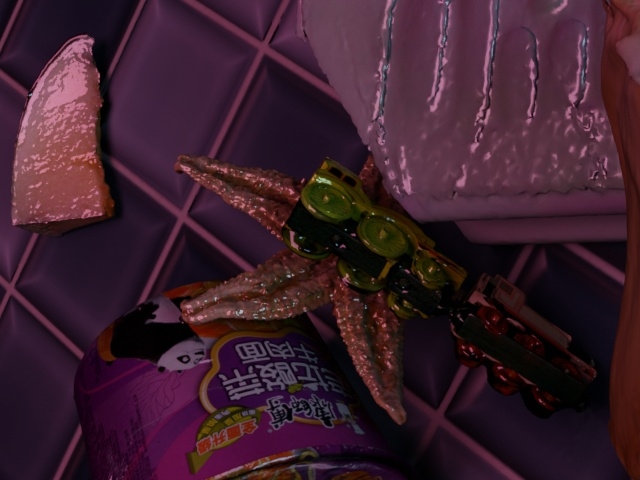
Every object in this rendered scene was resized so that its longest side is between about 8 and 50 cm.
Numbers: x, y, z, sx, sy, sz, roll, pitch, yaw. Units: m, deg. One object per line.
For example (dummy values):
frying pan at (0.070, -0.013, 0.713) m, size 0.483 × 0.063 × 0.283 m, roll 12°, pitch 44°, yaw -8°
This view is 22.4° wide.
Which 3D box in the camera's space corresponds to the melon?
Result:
melon at (-0.241, -0.098, 1.516) m, size 0.098 × 0.054 × 0.182 m, roll -16°, pitch 72°, yaw 31°

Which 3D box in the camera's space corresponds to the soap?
soap at (0.191, -0.133, 1.092) m, size 0.446 × 0.156 × 0.261 m, roll -1°, pitch 82°, yaw 41°

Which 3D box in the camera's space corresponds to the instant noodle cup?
instant noodle cup at (-0.070, 0.160, 1.213) m, size 0.251 × 0.251 × 0.190 m, roll -46°, pitch 48°, yaw 24°

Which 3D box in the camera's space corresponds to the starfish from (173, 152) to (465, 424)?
starfish at (0.000, -0.003, 1.190) m, size 0.048 × 0.231 × 0.295 m, roll 110°, pitch 169°, yaw -53°

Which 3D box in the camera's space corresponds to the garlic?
garlic at (0.200, -0.015, 0.891) m, size 0.196 × 0.151 × 0.338 m, roll 3°, pitch 111°, yaw 48°

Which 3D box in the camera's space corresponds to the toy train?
toy train at (0.087, 0.037, 1.130) m, size 0.250 × 0.085 × 0.053 m, roll 35°, pitch 124°, yaw 2°
